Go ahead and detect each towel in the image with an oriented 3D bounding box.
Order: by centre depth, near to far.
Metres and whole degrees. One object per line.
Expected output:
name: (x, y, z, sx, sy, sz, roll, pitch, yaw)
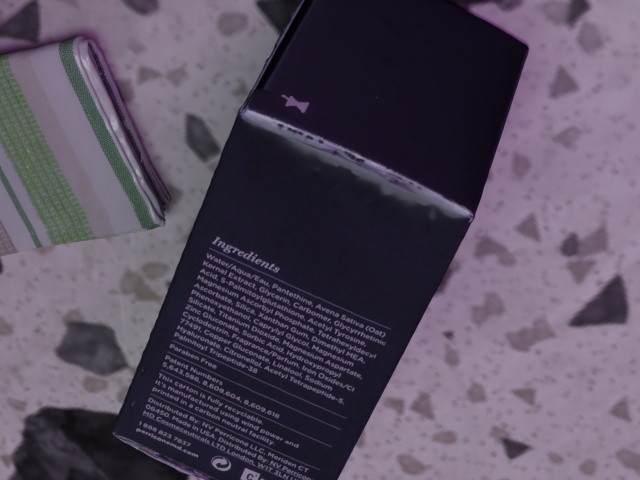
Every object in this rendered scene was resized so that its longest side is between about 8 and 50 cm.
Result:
towel: (-0.163, -0.046, 0.935, 0.152, 0.023, 0.113, -9, 118, 26)

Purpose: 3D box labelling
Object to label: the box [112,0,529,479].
box: (0.000, 0.000, 0.828, 0.108, 0.153, 0.207, 25, 128, 0)
